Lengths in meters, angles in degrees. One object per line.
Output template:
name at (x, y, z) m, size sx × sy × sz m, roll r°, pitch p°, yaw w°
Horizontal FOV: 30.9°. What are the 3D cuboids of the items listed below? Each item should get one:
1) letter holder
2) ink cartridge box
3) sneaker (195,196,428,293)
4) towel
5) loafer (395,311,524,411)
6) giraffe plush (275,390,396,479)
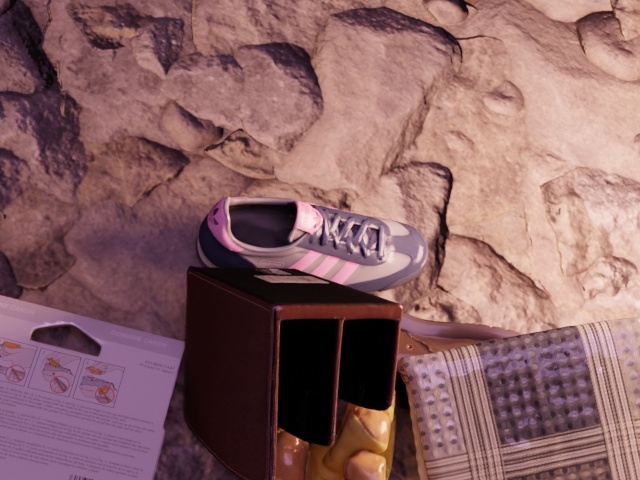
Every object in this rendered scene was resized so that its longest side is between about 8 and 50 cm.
letter holder at (-0.046, 0.155, 1.355) m, size 0.152 × 0.302 × 0.214 m, roll 1°, pitch 95°, yaw -24°
ink cartridge box at (-0.335, 0.210, 1.406) m, size 0.296 × 0.066 × 0.261 m, roll 15°, pitch 51°, yaw -5°
sneaker at (0.000, 0.000, 1.533) m, size 0.319 × 0.131 × 0.112 m, roll 1°, pitch 65°, yaw -11°
towel at (0.274, 0.273, 1.408) m, size 0.312 × 0.056 × 0.324 m, roll -10°, pitch 85°, yaw -4°
loafer at (0.147, 0.176, 1.497) m, size 0.366 × 0.134 × 0.130 m, roll 12°, pitch 68°, yaw 5°
giraffe plush at (-0.002, 0.273, 1.403) m, size 0.171 × 0.210 × 0.181 m, roll 4°, pitch 34°, yaw 8°
